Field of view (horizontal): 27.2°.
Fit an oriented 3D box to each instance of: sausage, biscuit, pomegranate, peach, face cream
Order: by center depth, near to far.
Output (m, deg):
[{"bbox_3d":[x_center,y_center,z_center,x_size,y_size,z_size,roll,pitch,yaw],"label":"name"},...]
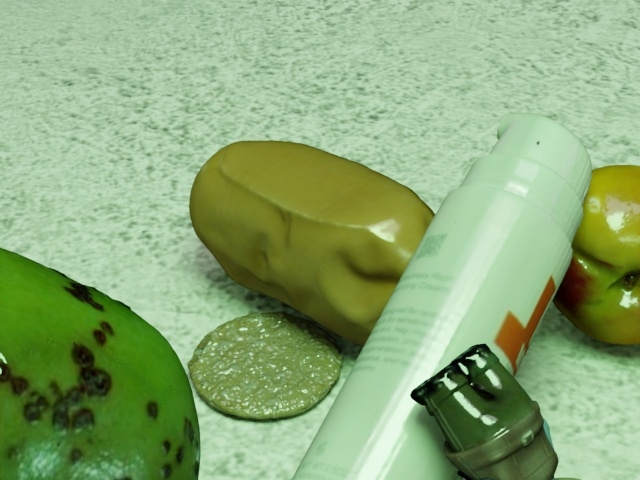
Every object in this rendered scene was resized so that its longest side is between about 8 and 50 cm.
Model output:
[{"bbox_3d":[-0.214,0.112,0.794,0.290,0.291,0.323,-2,28,1],"label":"pomegranate"},{"bbox_3d":[0.091,0.059,0.890,0.102,0.102,0.345,19,62,26],"label":"face cream"},{"bbox_3d":[-0.042,0.094,1.011,0.120,0.015,0.120,-1,37,1],"label":"biscuit"},{"bbox_3d":[0.228,0.008,1.013,0.138,0.138,0.138,-2,36,1],"label":"peach"},{"bbox_3d":[0.000,0.000,1.035,0.241,0.136,0.120,27,48,33],"label":"sausage"}]

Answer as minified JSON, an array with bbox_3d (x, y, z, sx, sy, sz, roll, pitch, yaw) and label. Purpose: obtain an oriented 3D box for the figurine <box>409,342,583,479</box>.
[{"bbox_3d":[0.124,0.160,0.786,0.114,0.108,0.196,-30,80,-42],"label":"figurine"}]
